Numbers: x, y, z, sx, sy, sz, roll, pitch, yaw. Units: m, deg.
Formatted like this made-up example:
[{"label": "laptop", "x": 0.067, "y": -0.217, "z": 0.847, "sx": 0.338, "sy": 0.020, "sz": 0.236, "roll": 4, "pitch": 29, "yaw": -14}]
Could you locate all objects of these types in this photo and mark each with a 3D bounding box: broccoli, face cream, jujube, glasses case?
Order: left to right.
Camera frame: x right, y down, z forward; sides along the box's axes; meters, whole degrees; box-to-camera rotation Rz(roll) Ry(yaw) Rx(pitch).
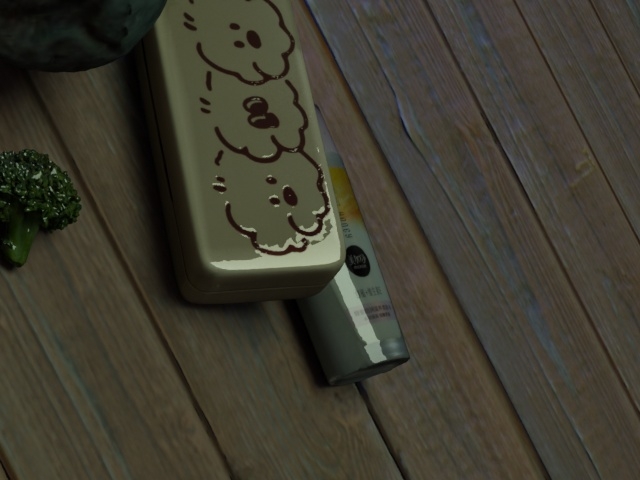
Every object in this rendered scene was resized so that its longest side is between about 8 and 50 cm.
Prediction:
[{"label": "broccoli", "x": -0.234, "y": -0.027, "z": 1.426, "sx": 0.095, "sy": 0.097, "sz": 0.092, "roll": 18, "pitch": 94, "yaw": -19}, {"label": "jujube", "x": -0.228, "y": -0.294, "z": 1.466, "sx": 0.246, "sy": 0.215, "sz": 0.308, "roll": 81, "pitch": 0, "yaw": -45}, {"label": "glasses case", "x": -0.080, "y": -0.110, "z": 1.615, "sx": 0.144, "sy": 0.076, "sz": 0.336, "roll": -5, "pitch": 67, "yaw": -22}, {"label": "face cream", "x": 0.000, "y": 0.000, "z": 1.695, "sx": 0.107, "sy": 0.073, "sz": 0.269, "roll": -4, "pitch": 70, "yaw": -50}]
